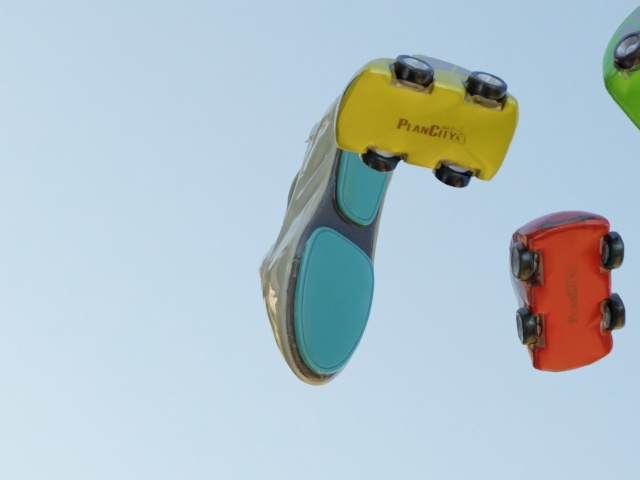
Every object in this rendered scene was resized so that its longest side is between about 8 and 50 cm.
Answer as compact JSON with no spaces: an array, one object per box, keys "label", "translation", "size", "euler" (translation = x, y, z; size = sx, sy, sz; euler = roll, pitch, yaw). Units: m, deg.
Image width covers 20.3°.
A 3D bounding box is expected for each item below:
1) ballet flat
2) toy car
[{"label":"ballet flat","translation":[0.000,0.000,1.272],"size":[0.086,0.248,0.086],"euler":[12,-33,8]},{"label":"toy car","translation":[0.147,-0.066,0.973],"size":[0.239,0.225,0.053],"euler":[46,11,-29]}]
